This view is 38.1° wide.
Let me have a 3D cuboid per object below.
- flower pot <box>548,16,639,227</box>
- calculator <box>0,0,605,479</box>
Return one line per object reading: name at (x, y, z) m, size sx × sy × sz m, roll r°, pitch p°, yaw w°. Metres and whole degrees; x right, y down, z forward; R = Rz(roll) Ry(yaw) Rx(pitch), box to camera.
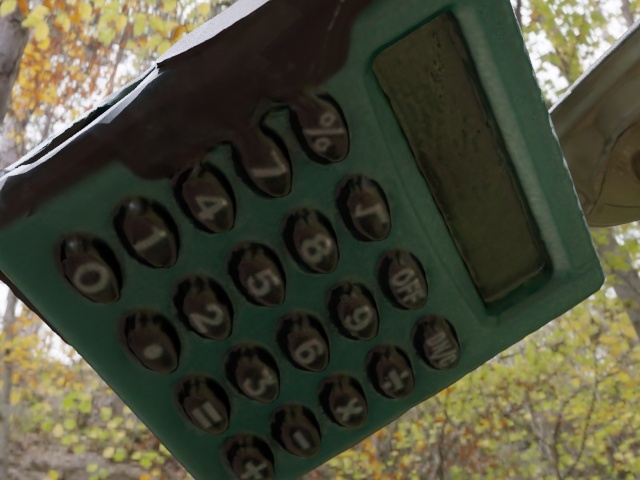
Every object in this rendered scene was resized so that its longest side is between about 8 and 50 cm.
flower pot at (0.371, -0.098, 0.900) m, size 0.244 × 0.307 × 0.307 m, roll 45°, pitch -59°, yaw 9°
calculator at (0.000, 0.000, 0.446) m, size 0.274 × 0.058 × 0.248 m, roll -32°, pitch -54°, yaw -2°
